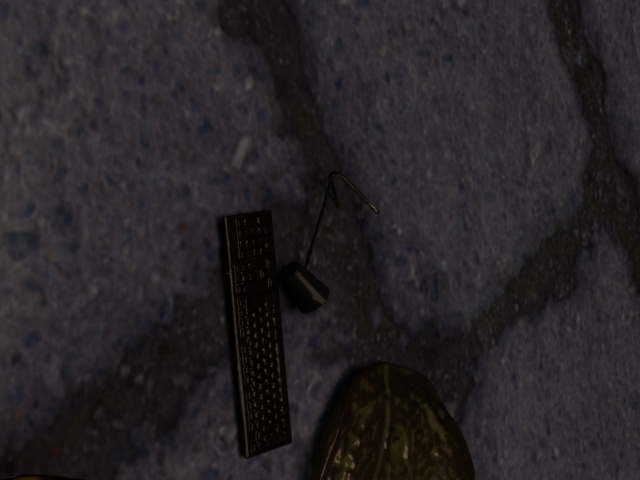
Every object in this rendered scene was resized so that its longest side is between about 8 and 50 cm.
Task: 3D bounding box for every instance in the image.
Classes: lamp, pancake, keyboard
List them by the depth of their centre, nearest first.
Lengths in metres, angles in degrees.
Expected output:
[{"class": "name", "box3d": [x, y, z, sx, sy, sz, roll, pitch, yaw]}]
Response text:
[{"class": "keyboard", "box3d": [-0.053, 0.078, 1.189, 0.067, 0.011, 0.202, -9, 95, -51]}, {"class": "lamp", "box3d": [-0.001, 0.001, 1.239, 0.054, 0.041, 0.121, 49, 55, -31]}, {"class": "pancake", "box3d": [0.068, 0.242, 1.310, 0.250, 0.031, 0.250, 5, 84, -50]}]

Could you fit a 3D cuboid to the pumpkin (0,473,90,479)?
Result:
[{"class": "pumpkin", "box3d": [-0.133, 0.288, 0.983, 0.280, 0.139, 0.190, 35, 61, -42]}]
